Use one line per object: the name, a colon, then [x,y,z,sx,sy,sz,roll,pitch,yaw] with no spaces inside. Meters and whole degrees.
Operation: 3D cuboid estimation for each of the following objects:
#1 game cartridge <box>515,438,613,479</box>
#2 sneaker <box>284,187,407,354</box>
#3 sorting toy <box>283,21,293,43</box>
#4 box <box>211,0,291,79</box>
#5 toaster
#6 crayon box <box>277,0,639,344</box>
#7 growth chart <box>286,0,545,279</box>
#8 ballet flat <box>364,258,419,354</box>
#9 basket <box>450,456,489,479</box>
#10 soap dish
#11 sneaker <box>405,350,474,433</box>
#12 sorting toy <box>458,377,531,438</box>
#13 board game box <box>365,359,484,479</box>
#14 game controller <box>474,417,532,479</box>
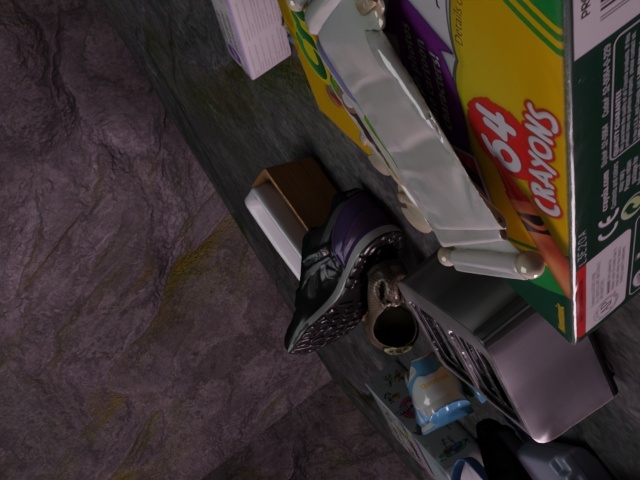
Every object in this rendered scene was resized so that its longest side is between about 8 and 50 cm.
game cartridge: [0.384,0.390,1.056,0.294,0.060,0.196,53,167,5]
sneaker: [0.016,0.047,1.180,0.124,0.107,0.283,55,128,30]
sorting toy: [-0.015,-0.221,0.933,0.083,0.012,0.062,41,164,54]
box: [-0.093,-0.301,0.873,0.063,0.067,0.324,51,171,21]
toaster: [0.179,0.082,0.777,0.186,0.110,0.168,59,168,-28]
crayon box: [0.071,-0.150,0.482,0.313,0.106,0.363,47,168,37]
growth chart: [0.050,-0.068,0.492,0.237,0.021,0.172,57,172,-16]
ballet flat: [0.108,0.114,1.166,0.250,0.084,0.058,81,173,-56]
basket: [0.308,0.565,1.420,0.289,0.201,0.255,36,122,50]
soap dish: [0.000,0.000,1.331,0.291,0.118,0.229,55,170,-3]
sneaker: [0.176,0.232,1.212,0.229,0.087,0.092,78,167,-67]
sorting toy: [0.202,0.157,1.122,0.196,0.047,0.348,42,165,51]
board game box: [0.245,0.434,1.756,0.303,0.097,0.224,41,163,47]
game controller: [0.330,0.414,1.201,0.319,0.067,0.166,53,-155,-16]
